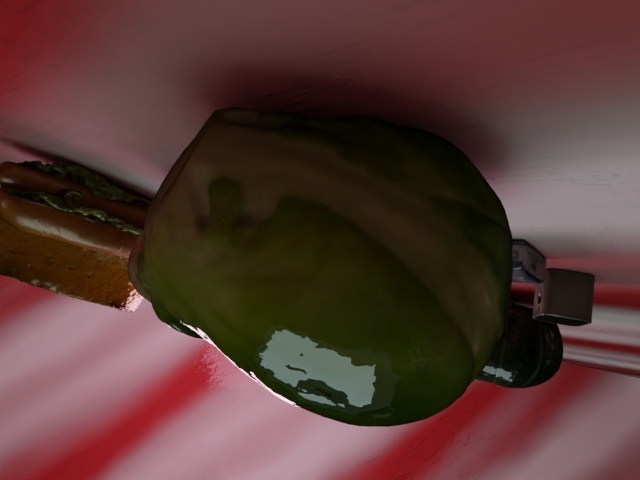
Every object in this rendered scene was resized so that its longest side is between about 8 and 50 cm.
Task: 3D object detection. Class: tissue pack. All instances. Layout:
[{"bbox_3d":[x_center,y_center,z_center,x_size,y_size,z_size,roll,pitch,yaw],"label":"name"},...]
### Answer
[{"bbox_3d":[0.273,0.038,0.779,0.156,0.051,0.112,0,165,42],"label":"tissue pack"}]

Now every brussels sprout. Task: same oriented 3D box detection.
[{"bbox_3d":[0.024,0.022,0.480,0.371,0.276,0.314,29,173,-32],"label":"brussels sprout"}]

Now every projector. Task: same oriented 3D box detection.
[{"bbox_3d":[0.425,0.101,0.838,0.083,0.082,0.083,9,166,11],"label":"projector"}]

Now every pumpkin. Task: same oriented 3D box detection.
[{"bbox_3d":[0.415,0.228,1.138,0.300,0.208,0.300,7,-179,0],"label":"pumpkin"}]

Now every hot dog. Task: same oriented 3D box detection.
[{"bbox_3d":[-0.391,-0.050,0.838,0.100,0.135,0.337,-26,146,35],"label":"hot dog"}]

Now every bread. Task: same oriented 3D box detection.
[{"bbox_3d":[-0.573,0.020,1.110,0.398,0.215,0.398,17,168,4],"label":"bread"}]

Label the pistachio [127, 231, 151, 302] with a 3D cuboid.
[{"bbox_3d":[-0.164,0.045,0.784,0.229,0.230,0.309,8,168,17],"label":"pistachio"}]
